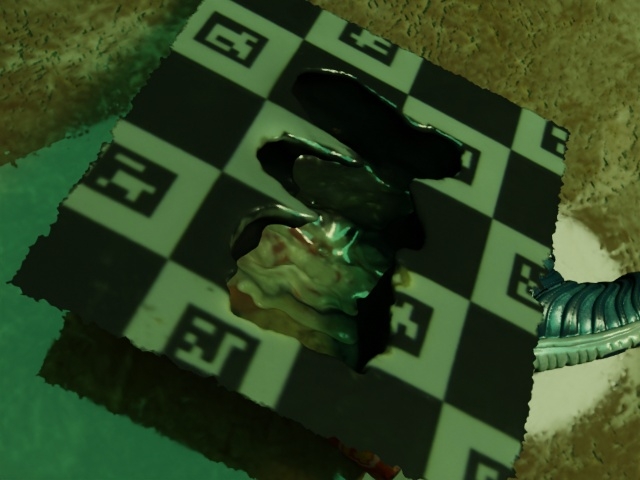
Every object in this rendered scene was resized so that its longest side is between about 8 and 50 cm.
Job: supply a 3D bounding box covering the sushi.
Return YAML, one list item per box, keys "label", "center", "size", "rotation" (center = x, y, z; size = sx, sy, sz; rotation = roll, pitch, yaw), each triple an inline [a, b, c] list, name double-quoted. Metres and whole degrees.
- label: "sushi"
  center: [0.000, 0.000, 0.703]
  size: [0.296, 0.100, 0.373]
  rotation: [26, 43, -5]

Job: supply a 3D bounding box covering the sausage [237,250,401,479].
- label: "sausage"
  center: [-0.043, 0.056, 0.732]
  size: [0.274, 0.074, 0.074]
  rotation: [39, 71, 0]

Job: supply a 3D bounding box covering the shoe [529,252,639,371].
- label: "shoe"
  center: [0.158, 0.044, 0.769]
  size: [0.207, 0.091, 0.106]
  rotation: [-4, 83, -11]
